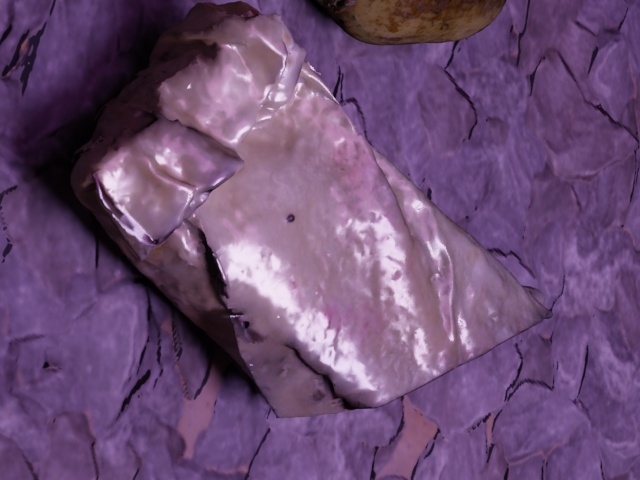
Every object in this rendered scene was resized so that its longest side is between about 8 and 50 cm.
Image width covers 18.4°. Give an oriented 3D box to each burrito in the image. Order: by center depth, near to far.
[{"bbox_3d":[-0.006,0.011,1.155,0.348,0.107,0.175,43,74,-37],"label":"burrito"}]

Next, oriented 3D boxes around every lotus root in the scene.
[{"bbox_3d":[0.062,-0.168,1.247,0.179,0.080,0.089,-7,96,-47],"label":"lotus root"}]
